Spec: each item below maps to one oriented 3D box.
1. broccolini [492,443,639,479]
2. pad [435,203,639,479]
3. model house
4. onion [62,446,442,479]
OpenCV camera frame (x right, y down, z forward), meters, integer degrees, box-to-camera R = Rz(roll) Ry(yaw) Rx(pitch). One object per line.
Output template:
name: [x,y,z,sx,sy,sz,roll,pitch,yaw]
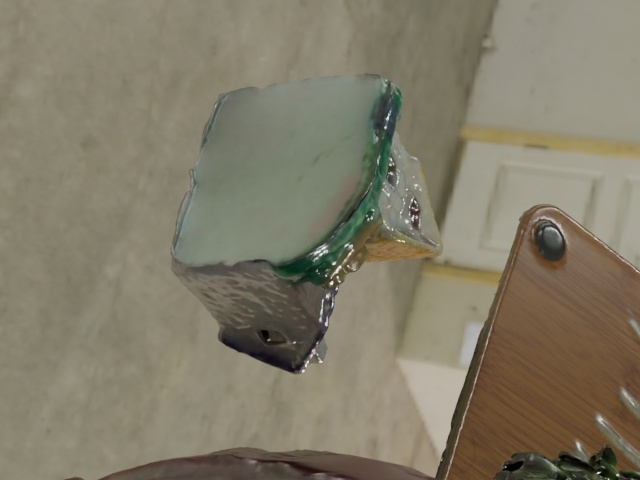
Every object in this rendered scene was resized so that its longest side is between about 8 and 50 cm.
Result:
broccolini: [0.125,0.074,0.323,0.091,0.203,0.068,-18,90,-59]
pad: [0.188,0.157,0.729,0.286,0.018,0.284,35,56,-19]
model house: [0.000,0.000,0.542,0.100,0.088,0.100,61,35,-45]
onion: [0.006,0.208,0.459,0.337,0.260,0.281,-137,-151,-66]
